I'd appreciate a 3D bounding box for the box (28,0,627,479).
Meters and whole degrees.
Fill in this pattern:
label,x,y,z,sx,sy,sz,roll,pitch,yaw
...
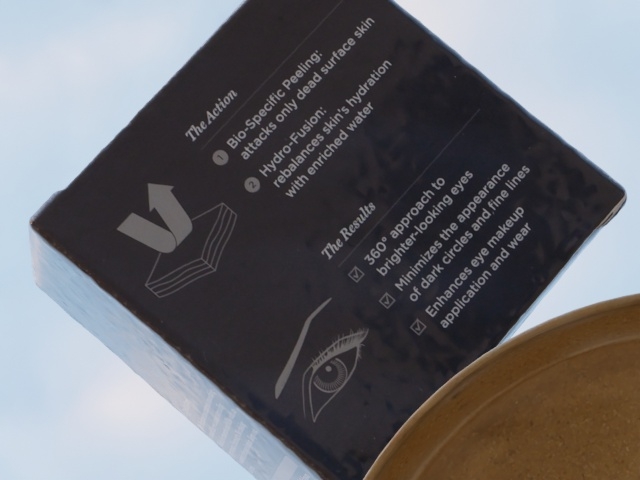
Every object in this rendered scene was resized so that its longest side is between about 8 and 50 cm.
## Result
label,x,y,z,sx,sy,sz,roll,pitch,yaw
box,0.000,0.000,0.719,0.158,0.093,0.156,41,-107,5

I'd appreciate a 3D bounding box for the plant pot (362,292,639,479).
label,x,y,z,sx,sy,sz,roll,pitch,yaw
plant pot,0.113,0.128,0.603,0.236,0.032,0.236,-1,-81,-4
